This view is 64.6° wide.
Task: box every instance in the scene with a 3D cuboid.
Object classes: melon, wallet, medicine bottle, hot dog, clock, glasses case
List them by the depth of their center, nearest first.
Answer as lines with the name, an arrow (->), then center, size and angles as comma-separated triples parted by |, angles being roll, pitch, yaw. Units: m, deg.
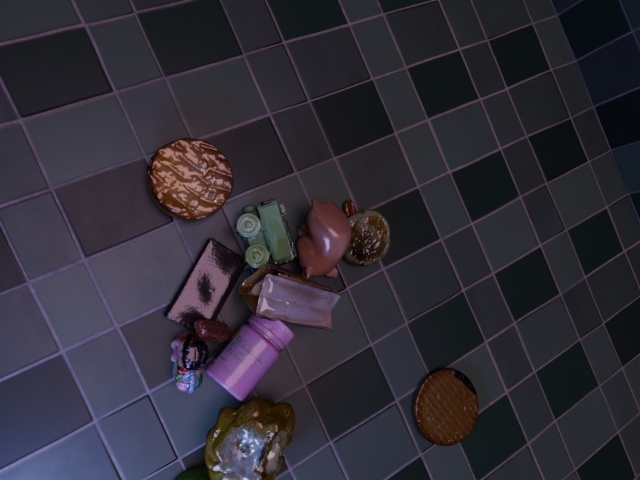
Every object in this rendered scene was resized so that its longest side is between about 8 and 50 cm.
melon -> -0.370, 0.836, 1.673 | 0.265, 0.169, 0.129 | 14, 80, -21
clock -> -0.434, 0.404, 1.681 | 0.100, 0.195, 0.193 | 2, 82, -24
glasses case -> -0.369, 0.313, 1.730 | 0.049, 0.194, 0.073 | -29, 67, 10
medicine bottle -> -0.245, 0.392, 1.765 | 0.178, 0.178, 0.290 | 43, 71, -12
wallet -> -0.403, 0.165, 1.801 | 0.171, 0.044, 0.321 | 32, 73, -18
hot dog -> 0.121, -0.107, 2.040 | 0.049, 0.037, 0.122 | -10, 90, -8

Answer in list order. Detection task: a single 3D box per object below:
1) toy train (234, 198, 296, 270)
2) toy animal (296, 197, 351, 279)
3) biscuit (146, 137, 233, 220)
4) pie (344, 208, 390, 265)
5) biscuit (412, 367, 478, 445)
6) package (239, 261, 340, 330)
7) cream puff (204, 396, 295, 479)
toy train -> -0.193, -0.009, 1.818 | 0.188, 0.159, 0.271 | -18, 83, -2
toy animal -> -0.003, 0.002, 1.892 | 0.195, 0.256, 0.213 | -5, 44, -47
biscuit -> -0.460, -0.214, 1.788 | 0.297, 0.102, 0.296 | 1, 86, -18
pie -> 0.180, -0.008, 2.022 | 0.241, 0.054, 0.240 | -3, 97, -25
biscuit -> 0.523, 0.692, 2.109 | 0.318, 0.040, 0.317 | 3, 82, -21
package -> -0.096, 0.183, 1.780 | 0.311, 0.221, 0.164 | 19, 100, -30
cream puff -> -0.243, 0.683, 1.708 | 0.275, 0.270, 0.323 | 16, 80, 4
